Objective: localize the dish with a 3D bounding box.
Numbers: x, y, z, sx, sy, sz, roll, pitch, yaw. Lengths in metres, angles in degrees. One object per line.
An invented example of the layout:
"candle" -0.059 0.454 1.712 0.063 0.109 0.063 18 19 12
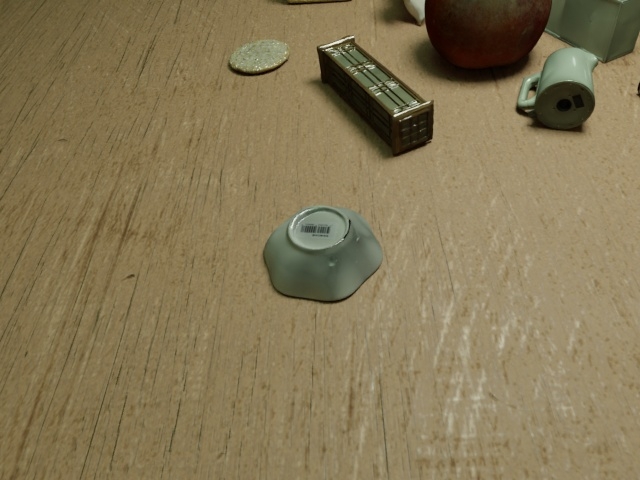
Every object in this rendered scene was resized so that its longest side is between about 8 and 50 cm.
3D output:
"dish" 0.000 0.000 0.802 0.191 0.066 0.190 -4 47 4

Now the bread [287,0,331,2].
"bread" -0.009 -0.711 1.418 0.188 0.125 0.068 0 49 9

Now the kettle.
"kettle" 0.448 -0.281 0.990 0.098 0.127 0.148 31 49 -7

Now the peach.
"peach" 0.341 -0.480 1.083 0.253 0.252 0.252 -4 47 5

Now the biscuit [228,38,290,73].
"biscuit" -0.145 -0.439 1.261 0.152 0.020 0.152 -5 48 6

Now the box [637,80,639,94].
"box" 0.723 -0.313 0.984 0.224 0.069 0.120 -25 49 -12

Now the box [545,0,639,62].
"box" 0.571 -0.497 1.132 0.086 0.129 0.225 -24 49 -13

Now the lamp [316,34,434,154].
"lamp" 0.100 -0.298 1.049 0.090 0.089 0.325 -23 48 -11

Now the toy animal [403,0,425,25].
"toy animal" 0.314 -0.682 1.305 0.310 0.182 0.247 -9 47 0
